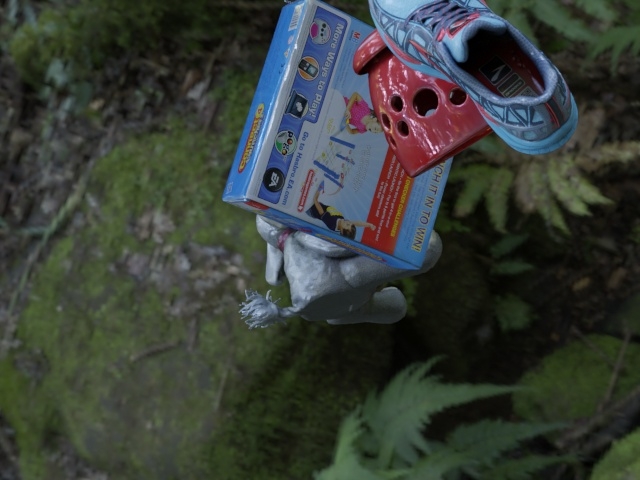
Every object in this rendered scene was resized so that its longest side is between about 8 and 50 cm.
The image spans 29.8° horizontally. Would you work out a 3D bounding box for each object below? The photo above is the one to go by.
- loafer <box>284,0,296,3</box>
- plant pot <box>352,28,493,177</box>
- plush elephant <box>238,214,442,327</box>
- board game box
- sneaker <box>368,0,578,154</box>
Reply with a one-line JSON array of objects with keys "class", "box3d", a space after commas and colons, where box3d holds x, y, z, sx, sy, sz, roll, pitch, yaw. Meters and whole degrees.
[{"class": "loafer", "box3d": [-0.132, -0.537, 2.262, 0.095, 0.302, 0.109, -42, -2, -34]}, {"class": "plant pot", "box3d": [0.142, -0.191, 1.428, 0.191, 0.191, 0.174, -35, 88, 45]}, {"class": "plush elephant", "box3d": [0.000, 0.000, 2.007, 0.272, 0.330, 0.255, 102, 155, -62]}, {"class": "board game box", "box3d": [0.047, -0.149, 1.746, 0.086, 0.302, 0.308, 0, 70, 61]}, {"class": "sneaker", "box3d": [0.148, -0.200, 1.172, 0.262, 0.125, 0.104, 41, 87, 20]}]
